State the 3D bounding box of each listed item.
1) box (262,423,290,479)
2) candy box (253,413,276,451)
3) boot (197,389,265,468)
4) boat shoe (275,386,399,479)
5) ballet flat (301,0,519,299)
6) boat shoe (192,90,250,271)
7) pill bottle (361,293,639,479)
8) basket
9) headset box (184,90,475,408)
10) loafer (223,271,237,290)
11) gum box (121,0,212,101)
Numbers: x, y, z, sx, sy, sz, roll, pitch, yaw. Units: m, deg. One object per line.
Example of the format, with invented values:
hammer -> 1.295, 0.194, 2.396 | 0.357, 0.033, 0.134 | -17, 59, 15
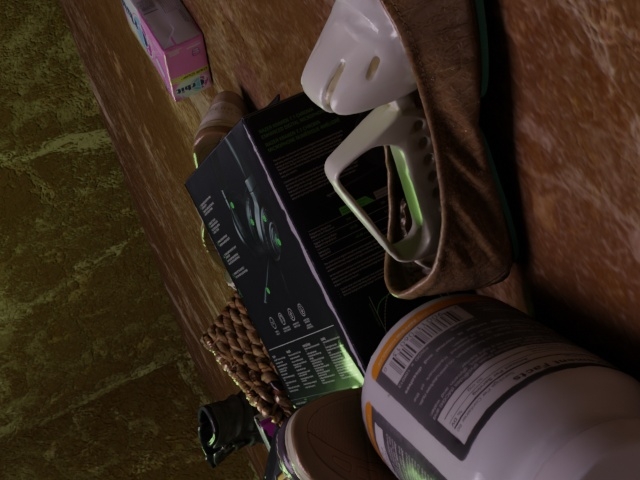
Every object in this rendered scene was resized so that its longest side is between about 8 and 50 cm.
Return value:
box -> 0.027, 0.413, 1.536 | 0.293, 0.073, 0.296 | 33, 117, 43
candy box -> 0.029, 0.315, 1.698 | 0.234, 0.159, 0.071 | 67, 170, -8
boot -> -0.099, 0.317, 2.081 | 0.118, 0.222, 0.338 | 55, 165, 34
boat shoe -> 0.062, 0.182, 1.056 | 0.092, 0.285, 0.103 | -28, 69, 39
ballet flat -> 0.055, -0.088, 0.863 | 0.116, 0.124, 0.342 | 50, 161, 48
boat shoe -> -0.111, -0.070, 1.678 | 0.302, 0.109, 0.098 | 82, -169, -49
pill bottle -> 0.146, 0.146, 0.859 | 0.162, 0.162, 0.278 | 69, 167, -20
basket -> 0.025, 0.116, 1.476 | 0.213, 0.223, 0.299 | 34, 179, -22
headset box -> 0.000, 0.000, 1.179 | 0.283, 0.131, 0.246 | 63, 159, 3
loafer -> -0.099, 0.048, 1.863 | 0.094, 0.087, 0.251 | 53, 164, 42
gum box -> -0.225, -0.303, 1.754 | 0.188, 0.062, 0.107 | 57, 166, 30
